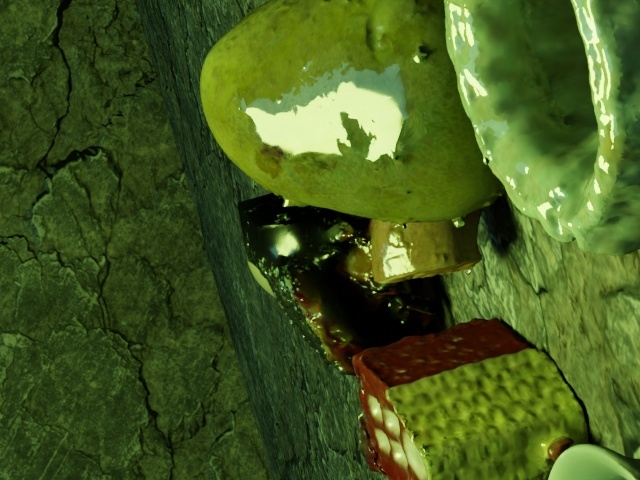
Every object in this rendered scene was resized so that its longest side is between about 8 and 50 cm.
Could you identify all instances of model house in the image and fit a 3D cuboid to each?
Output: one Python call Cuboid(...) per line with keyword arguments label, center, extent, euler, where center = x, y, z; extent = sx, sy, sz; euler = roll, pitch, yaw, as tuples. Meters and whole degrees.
Cuboid(label="model house", center=(0.164, 0.203, 1.655), extent=(0.254, 0.196, 0.160), euler=(-148, 45, -70))

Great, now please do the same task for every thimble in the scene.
Cuboid(label="thimble", center=(0.217, -0.139, 1.030), extent=(0.291, 0.195, 0.291), euler=(165, 90, -77))

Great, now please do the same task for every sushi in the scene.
Cuboid(label="sushi", center=(0.038, 0.056, 1.943), extent=(0.212, 0.215, 0.227), euler=(-131, 28, -60))

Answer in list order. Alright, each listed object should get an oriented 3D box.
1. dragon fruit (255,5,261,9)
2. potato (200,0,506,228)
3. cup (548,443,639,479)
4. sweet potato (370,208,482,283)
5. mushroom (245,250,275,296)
Cuboid(label="dragon fruit", center=(-0.021, -0.247, 2.007), extent=(0.133, 0.207, 0.150), euler=(27, 90, 55))
Cuboid(label="potato", center=(0.053, -0.136, 1.474), extent=(0.359, 0.219, 0.270), euler=(-11, 103, 36))
Cuboid(label="cup", center=(0.325, 0.304, 1.183), extent=(0.347, 0.163, 0.347), euler=(164, 90, -77))
Cuboid(label="sweet potato", center=(0.120, -0.121, 1.627), extent=(0.131, 0.131, 0.337), euler=(-167, 78, -75))
Cuboid(label="mushroom", center=(0.000, 0.000, 2.169), extent=(0.204, 0.204, 0.204), euler=(164, 90, -77))
